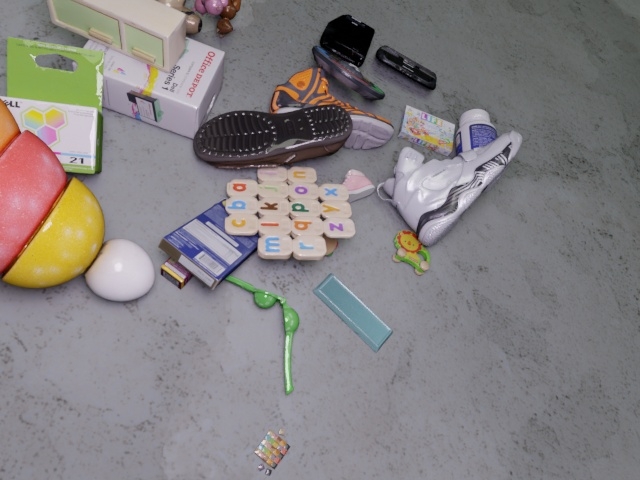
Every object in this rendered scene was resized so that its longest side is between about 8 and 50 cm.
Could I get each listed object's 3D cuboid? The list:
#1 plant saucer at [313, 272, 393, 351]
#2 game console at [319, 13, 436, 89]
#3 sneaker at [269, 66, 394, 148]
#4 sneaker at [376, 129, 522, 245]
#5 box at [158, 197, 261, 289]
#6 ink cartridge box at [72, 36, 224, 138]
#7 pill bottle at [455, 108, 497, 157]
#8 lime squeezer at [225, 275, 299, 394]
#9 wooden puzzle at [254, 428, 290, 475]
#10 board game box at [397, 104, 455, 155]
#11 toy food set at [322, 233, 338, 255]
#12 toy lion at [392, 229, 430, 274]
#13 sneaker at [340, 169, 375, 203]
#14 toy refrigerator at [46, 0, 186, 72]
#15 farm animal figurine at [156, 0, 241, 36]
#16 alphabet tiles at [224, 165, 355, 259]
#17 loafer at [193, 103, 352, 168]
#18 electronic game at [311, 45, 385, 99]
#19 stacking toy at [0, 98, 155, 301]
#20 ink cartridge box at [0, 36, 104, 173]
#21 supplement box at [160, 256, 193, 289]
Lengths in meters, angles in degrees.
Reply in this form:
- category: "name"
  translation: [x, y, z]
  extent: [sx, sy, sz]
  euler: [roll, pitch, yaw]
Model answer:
- category: "plant saucer"
  translation: [0.074, 0.154, 1.090]
  extent: [0.192, 0.018, 0.067]
  euler: [43, 59, 7]
- category: "game console"
  translation: [0.178, -0.531, 1.437]
  extent: [0.361, 0.044, 0.213]
  euler: [26, 44, -7]
- category: "sneaker"
  translation: [0.035, -0.348, 1.271]
  extent: [0.321, 0.124, 0.180]
  euler: [9, 63, -14]
- category: "sneaker"
  translation: [0.313, -0.176, 1.219]
  extent: [0.210, 0.137, 0.366]
  euler: [43, 83, 15]
- category: "box"
  translation: [-0.210, -0.001, 1.031]
  extent: [0.136, 0.036, 0.225]
  euler: [38, 34, 3]
- category: "ink cartridge box"
  translation: [-0.385, -0.384, 1.153]
  extent: [0.278, 0.117, 0.201]
  euler: [19, 59, -8]
- category: "pill bottle"
  translation: [0.430, -0.264, 1.367]
  extent: [0.112, 0.112, 0.186]
  euler: [12, 62, -13]
- category: "lime squeezer"
  translation: [-0.114, 0.151, 1.018]
  extent: [0.110, 0.059, 0.310]
  euler: [-38, 80, 1]
- category: "wooden puzzle"
  translation: [-0.090, 0.387, 0.921]
  extent: [0.049, 0.006, 0.083]
  euler: [40, 59, 4]
- category: "board game box"
  translation: [0.299, -0.309, 1.396]
  extent: [0.154, 0.026, 0.103]
  euler: [19, 59, -8]
- category: "toy food set"
  translation: [0.000, 0.000, 1.142]
  extent: [0.083, 0.020, 0.083]
  euler: [-11, 68, -23]
- category: "toy lion"
  translation: [0.221, 0.023, 1.201]
  extent: [0.100, 0.034, 0.096]
  euler: [30, 51, -2]
- category: "sneaker"
  translation: [0.064, -0.131, 1.214]
  extent: [0.134, 0.051, 0.070]
  euler: [-20, 69, -29]
- category: "toy refrigerator"
  translation: [-0.431, -0.468, 1.054]
  extent: [0.270, 0.102, 0.094]
  euler: [22, 59, -4]
- category: "farm animal figurine"
  translation: [-0.366, -0.596, 1.220]
  extent: [0.327, 0.172, 0.330]
  euler: [37, 23, 6]
- category: "alphabet tiles"
  translation: [-0.069, -0.069, 1.100]
  extent: [0.278, 0.021, 0.284]
  euler: [1, 47, -9]
- category: "loafer"
  translation: [-0.108, -0.218, 1.160]
  extent: [0.366, 0.130, 0.133]
  euler: [-5, 65, -3]
- category: "electronic game"
  translation: [0.075, -0.445, 1.319]
  extent: [0.229, 0.048, 0.229]
  euler: [31, 21, -13]
- category: "stacking toy"
  translation: [-0.500, -0.028, 0.841]
  extent: [0.480, 0.351, 0.350]
  euler: [37, 55, -26]
- category: "ink cartridge box"
  translation: [-0.537, -0.268, 0.986]
  extent: [0.189, 0.097, 0.255]
  euler: [3, 97, -17]
- category: "supplement box"
  translation: [-0.277, 0.048, 1.011]
  extent: [0.055, 0.043, 0.083]
  euler: [37, 59, 3]
